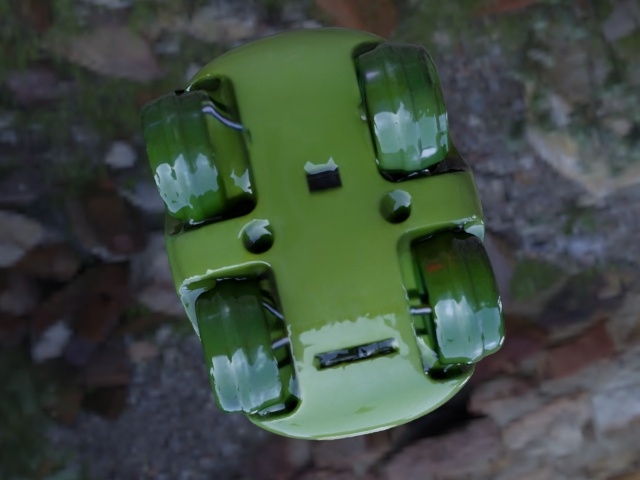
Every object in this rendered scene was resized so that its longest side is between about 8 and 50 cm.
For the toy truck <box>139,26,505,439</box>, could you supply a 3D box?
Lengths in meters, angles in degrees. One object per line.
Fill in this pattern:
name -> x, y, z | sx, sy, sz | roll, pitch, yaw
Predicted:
toy truck -> 0.004, 0.011, 0.776 | 0.148, 0.187, 0.210 | -13, 157, -3
